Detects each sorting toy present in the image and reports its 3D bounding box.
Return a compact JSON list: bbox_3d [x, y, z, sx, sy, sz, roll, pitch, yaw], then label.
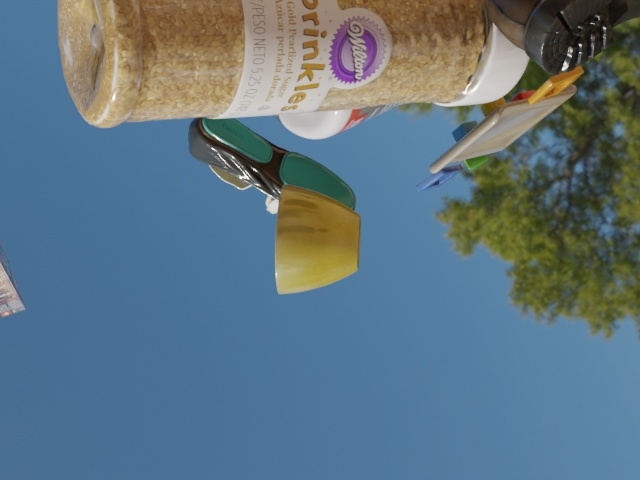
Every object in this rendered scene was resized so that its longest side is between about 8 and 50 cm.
[{"bbox_3d":[0.274,-0.182,1.399,0.196,0.347,0.047,-21,-102,-36],"label":"sorting toy"}]

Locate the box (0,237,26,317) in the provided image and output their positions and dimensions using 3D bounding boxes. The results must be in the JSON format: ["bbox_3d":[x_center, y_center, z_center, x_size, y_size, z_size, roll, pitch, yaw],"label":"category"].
[{"bbox_3d":[-0.303,0.006,0.826,0.027,0.137,0.094,-20,-106,-16],"label":"box"}]

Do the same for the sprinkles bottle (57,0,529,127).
[{"bbox_3d":[-0.007,-0.154,0.681,0.355,0.121,0.121,-9,-118,-31],"label":"sprinkles bottle"}]

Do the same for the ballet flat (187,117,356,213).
[{"bbox_3d":[-0.079,-0.104,1.403,0.280,0.096,0.095,32,-134,-9],"label":"ballet flat"}]

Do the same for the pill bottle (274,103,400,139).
[{"bbox_3d":[0.091,-0.306,1.403,0.362,0.210,0.210,-27,-102,-34],"label":"pill bottle"}]

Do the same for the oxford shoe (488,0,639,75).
[{"bbox_3d":[0.223,-0.212,0.685,0.227,0.083,0.096,-27,-132,-19],"label":"oxford shoe"}]

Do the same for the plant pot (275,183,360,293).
[{"bbox_3d":[0.000,0.000,1.105,0.095,0.134,0.134,2,-138,4],"label":"plant pot"}]
